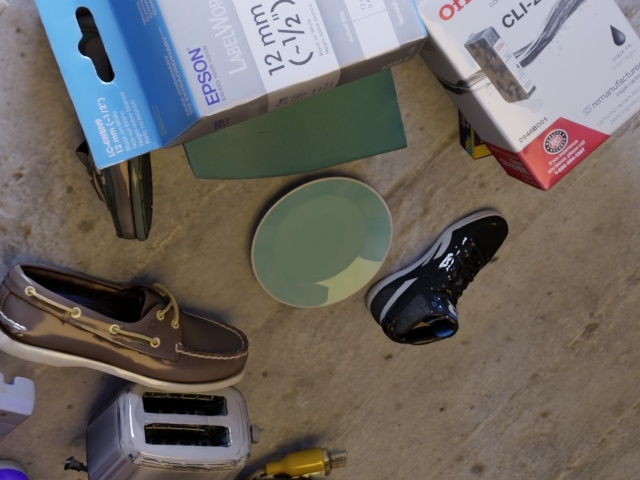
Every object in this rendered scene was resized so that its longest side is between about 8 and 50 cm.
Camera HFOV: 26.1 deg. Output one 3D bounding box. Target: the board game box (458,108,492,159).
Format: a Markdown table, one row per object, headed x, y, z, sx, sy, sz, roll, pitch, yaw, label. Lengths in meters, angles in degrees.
| x | y | z | sx | sy | sz | roll | pitch | yaw | label |
| --- | --- | --- | --- | --- | --- | --- | --- | --- | --- |
| 0.253 | -0.189 | 1.699 | 0.170 | 0.048 | 0.141 | -16 | 126 | -13 | board game box |

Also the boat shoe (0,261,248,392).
| x | y | z | sx | sy | sz | roll | pitch | yaw | label |
| --- | --- | --- | --- | --- | --- | --- | --- | --- | --- |
| -0.226 | 0.099 | 1.640 | 0.324 | 0.116 | 0.096 | 13 | 117 | -22 | boat shoe |

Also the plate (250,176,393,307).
| x | y | z | sx | sy | sz | roll | pitch | yaw | label |
| --- | --- | --- | --- | --- | --- | --- | --- | --- | --- |
| 0.000 | 0.000 | 1.725 | 0.188 | 0.024 | 0.188 | -11 | 123 | -17 | plate |

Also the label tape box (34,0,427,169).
| x | y | z | sx | sy | sz | roll | pitch | yaw | label |
| --- | --- | --- | --- | --- | --- | --- | --- | --- | --- |
| -0.102 | -0.245 | 1.356 | 0.348 | 0.115 | 0.249 | -20 | 89 | -6 | label tape box |

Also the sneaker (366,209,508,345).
| x | y | z | sx | sy | sz | roll | pitch | yaw | label |
| --- | --- | --- | --- | --- | --- | --- | --- | --- | --- |
| 0.172 | 0.060 | 1.772 | 0.217 | 0.121 | 0.079 | -37 | 127 | 2 | sneaker |

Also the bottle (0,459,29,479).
| x | y | z | sx | sy | sz | roll | pitch | yaw | label |
| --- | --- | --- | --- | --- | --- | --- | --- | --- | --- |
| -0.361 | 0.374 | 1.644 | 0.118 | 0.283 | 0.092 | 4 | 118 | -25 | bottle |

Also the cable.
| x | y | z | sx | sy | sz | roll | pitch | yaw | label |
| --- | --- | --- | --- | --- | --- | --- | --- | --- | --- |
| -0.106 | 0.335 | 1.887 | 0.287 | 0.072 | 0.139 | 2 | 137 | -10 | cable |

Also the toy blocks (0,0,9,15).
| x | y | z | sx | sy | sz | roll | pitch | yaw | label |
| --- | --- | --- | --- | --- | --- | --- | --- | --- | --- |
| -0.349 | -0.283 | 1.273 | 0.288 | 0.309 | 0.260 | -59 | 165 | 8 | toy blocks |

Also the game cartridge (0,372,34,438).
| x | y | z | sx | sy | sz | roll | pitch | yaw | label |
| --- | --- | --- | --- | --- | --- | --- | --- | --- | --- |
| -0.528 | 0.179 | 1.532 | 0.355 | 0.068 | 0.230 | 18 | 140 | -30 | game cartridge |

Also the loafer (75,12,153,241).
| x | y | z | sx | sy | sz | roll | pitch | yaw | label |
| --- | --- | --- | --- | --- | --- | --- | --- | --- | --- |
| -0.237 | -0.124 | 1.524 | 0.084 | 0.096 | 0.267 | -2 | 115 | 2 | loafer |

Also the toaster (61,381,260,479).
| x | y | z | sx | sy | sz | roll | pitch | yaw | label |
| --- | --- | --- | --- | --- | --- | --- | --- | --- | --- |
| -0.192 | 0.246 | 1.706 | 0.227 | 0.129 | 0.146 | 7 | 149 | -25 | toaster |

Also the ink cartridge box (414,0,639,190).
| x | y | z | sx | sy | sz | roll | pitch | yaw | label |
| --- | --- | --- | --- | --- | --- | --- | --- | --- | --- |
| 0.234 | -0.226 | 1.576 | 0.197 | 0.114 | 0.273 | -41 | 110 | -3 | ink cartridge box |

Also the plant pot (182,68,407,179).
| x | y | z | sx | sy | sz | roll | pitch | yaw | label |
| --- | --- | --- | --- | --- | --- | --- | --- | --- | --- |
| -0.052 | -0.171 | 1.521 | 0.234 | 0.165 | 0.165 | -18 | 125 | -5 | plant pot |
